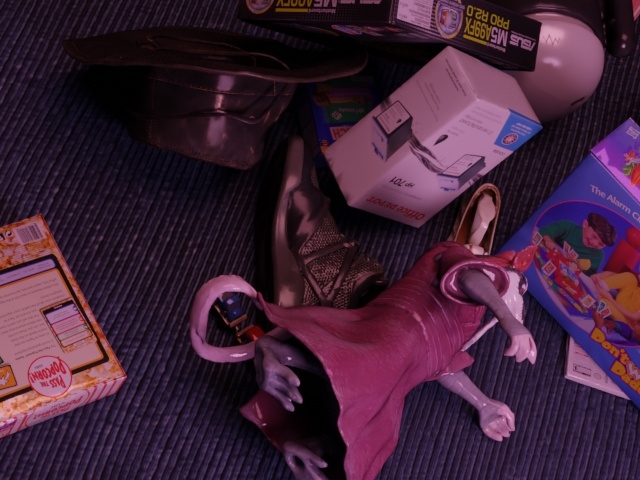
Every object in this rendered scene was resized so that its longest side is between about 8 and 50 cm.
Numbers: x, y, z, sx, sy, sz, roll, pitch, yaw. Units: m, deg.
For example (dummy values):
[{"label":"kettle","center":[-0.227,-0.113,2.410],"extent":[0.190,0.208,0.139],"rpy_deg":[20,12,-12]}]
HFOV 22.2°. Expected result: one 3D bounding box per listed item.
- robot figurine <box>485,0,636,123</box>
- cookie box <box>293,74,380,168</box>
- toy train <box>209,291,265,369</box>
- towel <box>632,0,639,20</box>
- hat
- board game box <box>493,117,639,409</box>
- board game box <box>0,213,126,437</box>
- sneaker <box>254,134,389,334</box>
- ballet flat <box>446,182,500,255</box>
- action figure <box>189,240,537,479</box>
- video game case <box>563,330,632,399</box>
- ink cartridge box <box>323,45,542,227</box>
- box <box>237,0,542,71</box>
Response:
[{"label":"robot figurine","center":[0.248,-0.271,1.956],"extent":[0.173,0.209,0.278],"rpy_deg":[30,47,-43]},{"label":"cookie box","center":[0.025,-0.135,1.856],"extent":[0.092,0.040,0.107],"rpy_deg":[0,63,-25]},{"label":"toy train","center":[-0.069,0.107,1.676],"extent":[0.027,0.036,0.158],"rpy_deg":[-29,76,-34]},{"label":"towel","center":[0.340,-0.358,2.134],"extent":[0.197,0.029,0.144],"rpy_deg":[36,54,2]},{"label":"hat","center":[-0.109,-0.145,1.728],"extent":[0.331,0.331,0.134],"rpy_deg":[-3,104,-25]},{"label":"board game box","center":[0.376,0.069,1.758],"extent":[0.347,0.233,0.078],"rpy_deg":[48,55,8]},{"label":"board game box","center":[-0.298,0.083,1.585],"extent":[0.147,0.045,0.193],"rpy_deg":[-19,71,-32]},{"label":"sneaker","center":[0.000,0.000,1.741],"extent":[0.130,0.087,0.227],"rpy_deg":[8,62,-21]},{"label":"ballet flat","center":[0.167,0.005,1.829],"extent":[0.057,0.052,0.168],"rpy_deg":[21,56,-11]},{"label":"action figure","center":[0.077,0.099,1.653],"extent":[0.276,0.248,0.370],"rpy_deg":[37,53,18]},{"label":"video game case","center":[0.322,0.115,1.859],"extent":[0.087,0.011,0.122],"rpy_deg":[19,56,-12]},{"label":"ink cartridge box","center":[0.121,-0.108,1.761],"extent":[0.140,0.191,0.082],"rpy_deg":[15,41,-51]},{"label":"box","center":[0.079,-0.239,1.780],"extent":[0.270,0.216,0.060],"rpy_deg":[9,88,-50]}]
